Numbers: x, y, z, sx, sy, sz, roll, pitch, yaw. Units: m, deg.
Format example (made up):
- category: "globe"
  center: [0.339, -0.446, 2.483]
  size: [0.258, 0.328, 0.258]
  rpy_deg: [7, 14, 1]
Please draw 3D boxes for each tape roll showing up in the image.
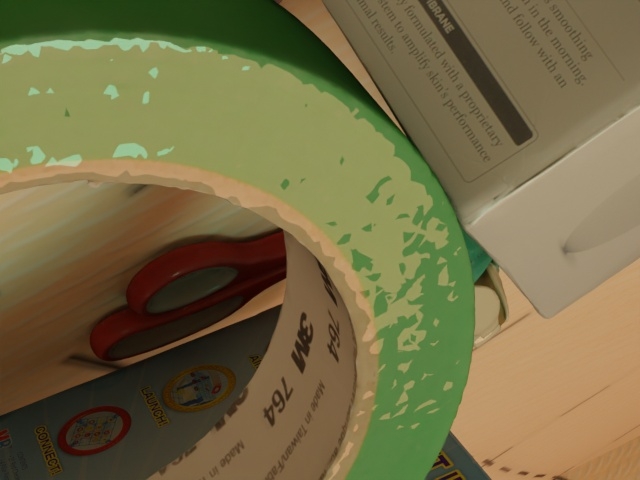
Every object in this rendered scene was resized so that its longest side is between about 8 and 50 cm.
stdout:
- category: "tape roll"
  center: [-0.102, 0.054, 0.474]
  size: [0.321, 0.077, 0.321]
  rpy_deg: [-14, 129, -18]

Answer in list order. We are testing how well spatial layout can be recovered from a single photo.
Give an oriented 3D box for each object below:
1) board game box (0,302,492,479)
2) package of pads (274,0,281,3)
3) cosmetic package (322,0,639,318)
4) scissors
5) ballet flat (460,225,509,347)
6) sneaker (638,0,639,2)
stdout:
- category: "board game box"
  center: [-0.068, 0.177, 0.666]
  size: [0.301, 0.308, 0.086]
  rpy_deg: [-21, 121, -13]
- category: "package of pads"
  center: [-0.049, -0.086, 0.483]
  size: [0.083, 0.032, 0.050]
  rpy_deg: [-41, 158, 23]
- category: "cosmetic package"
  center: [0.143, -0.096, 0.578]
  size: [0.224, 0.138, 0.224]
  rpy_deg: [-33, 160, 8]
- category: "scissors"
  center: [0.000, 0.000, 0.787]
  size: [0.297, 0.021, 0.109]
  rpy_deg: [-22, 158, -30]
- category: "ballet flat"
  center: [0.077, 0.028, 0.821]
  size: [0.083, 0.087, 0.247]
  rpy_deg: [-33, 167, 5]
- category: "sneaker"
  center: [0.223, -0.198, 0.393]
  size: [0.330, 0.122, 0.146]
  rpy_deg: [-45, 165, -24]
